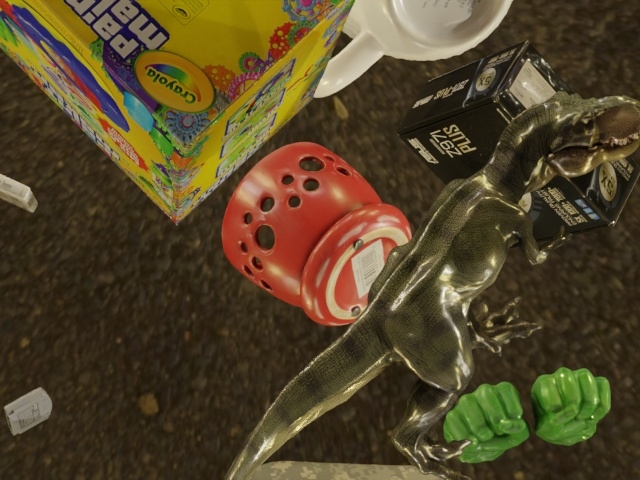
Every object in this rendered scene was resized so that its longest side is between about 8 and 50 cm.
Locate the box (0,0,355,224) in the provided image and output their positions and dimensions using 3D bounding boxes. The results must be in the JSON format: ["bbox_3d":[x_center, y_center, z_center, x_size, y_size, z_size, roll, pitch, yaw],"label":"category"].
[{"bbox_3d":[-0.147,-0.195,0.958,0.290,0.279,0.177,45,78,2],"label":"box"}]

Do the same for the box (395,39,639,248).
[{"bbox_3d":[0.189,-0.086,1.181,0.180,0.147,0.077,44,61,-21],"label":"box"}]

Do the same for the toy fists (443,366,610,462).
[{"bbox_3d":[0.336,0.284,1.997,0.279,0.096,0.142,-10,138,-3],"label":"toy fists"}]

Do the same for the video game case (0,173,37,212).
[{"bbox_3d":[-0.407,-0.076,1.457,0.143,0.157,0.019,25,82,-7],"label":"video game case"}]

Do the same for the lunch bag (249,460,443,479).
[{"bbox_3d":[0.056,0.406,1.410,0.305,0.256,0.213,7,118,-18],"label":"lunch bag"}]

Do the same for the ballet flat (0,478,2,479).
[{"bbox_3d":[-0.169,0.152,0.502,0.074,0.074,0.203,33,129,-9],"label":"ballet flat"}]

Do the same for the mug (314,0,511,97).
[{"bbox_3d":[0.091,-0.348,1.672,0.276,0.328,0.374,38,101,-26],"label":"mug"}]

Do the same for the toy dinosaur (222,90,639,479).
[{"bbox_3d":[0.053,0.044,0.571,0.268,0.064,0.118,-47,137,-9],"label":"toy dinosaur"}]

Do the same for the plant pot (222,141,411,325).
[{"bbox_3d":[0.000,0.000,1.512,0.191,0.174,0.191,-26,137,-28],"label":"plant pot"}]

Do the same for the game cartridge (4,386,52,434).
[{"bbox_3d":[-0.351,0.205,1.483,0.056,0.083,0.017,-25,69,-21],"label":"game cartridge"}]
